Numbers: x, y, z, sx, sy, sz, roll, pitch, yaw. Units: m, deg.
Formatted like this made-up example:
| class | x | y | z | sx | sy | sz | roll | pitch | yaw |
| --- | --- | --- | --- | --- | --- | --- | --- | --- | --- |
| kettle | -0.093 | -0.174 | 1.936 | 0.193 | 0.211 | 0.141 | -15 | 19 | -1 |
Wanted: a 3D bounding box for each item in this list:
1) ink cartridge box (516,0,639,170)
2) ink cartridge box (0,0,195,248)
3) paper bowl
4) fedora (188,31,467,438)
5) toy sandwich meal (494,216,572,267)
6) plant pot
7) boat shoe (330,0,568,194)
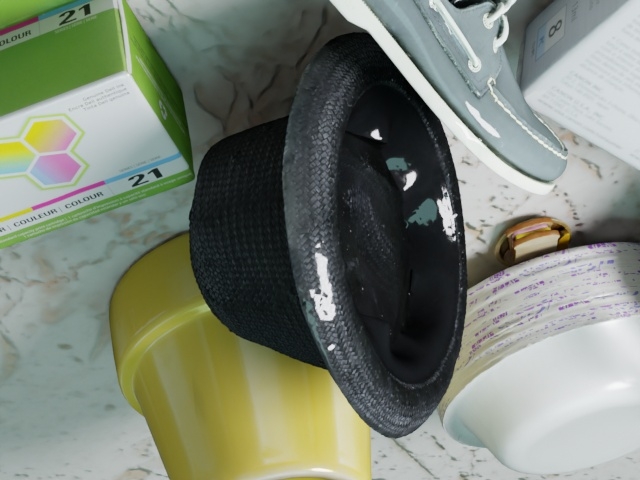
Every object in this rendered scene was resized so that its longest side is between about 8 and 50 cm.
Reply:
| class | x | y | z | sx | sy | sz | roll | pitch | yaw |
| --- | --- | --- | --- | --- | --- | --- | --- | --- | --- |
| ink cartridge box | 0.380 | -0.161 | 1.054 | 0.308 | 0.091 | 0.385 | 28 | 139 | -19 |
| ink cartridge box | -0.226 | -0.119 | 1.026 | 0.188 | 0.097 | 0.255 | -19 | 144 | 8 |
| paper bowl | 0.254 | 0.134 | 1.446 | 0.284 | 0.148 | 0.284 | -12 | 149 | -7 |
| fedora | 0.000 | 0.000 | 1.138 | 0.152 | 0.334 | 0.334 | -2 | 149 | 24 |
| toy sandwich meal | 0.208 | 0.007 | 1.387 | 0.085 | 0.029 | 0.086 | -9 | 143 | -7 |
| plant pot | -0.057 | 0.149 | 1.315 | 0.253 | 0.239 | 0.254 | -8 | 144 | -6 |
| boat shoe | 0.094 | -0.156 | 1.026 | 0.099 | 0.116 | 0.319 | -40 | 117 | 14 |
